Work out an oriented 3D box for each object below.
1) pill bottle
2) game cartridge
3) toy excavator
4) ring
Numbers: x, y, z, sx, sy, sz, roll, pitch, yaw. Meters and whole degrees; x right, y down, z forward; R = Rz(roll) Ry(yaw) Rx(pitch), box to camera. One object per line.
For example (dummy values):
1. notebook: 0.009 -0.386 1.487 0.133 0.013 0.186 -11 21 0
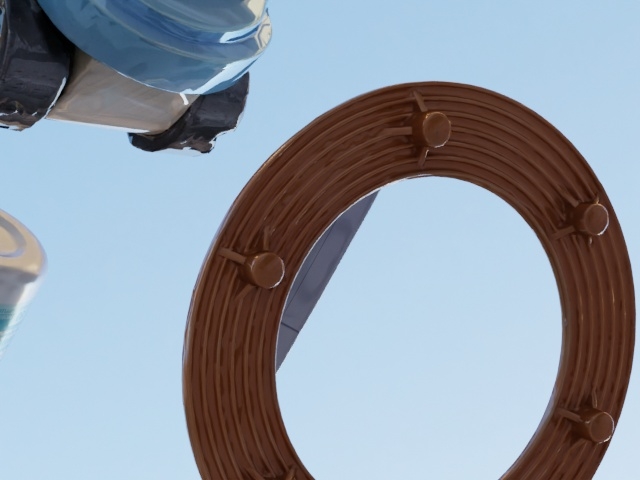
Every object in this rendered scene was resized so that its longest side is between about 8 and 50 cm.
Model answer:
1. pill bottle: -0.378 0.095 1.478 0.146 0.146 0.264 25 -69 -15
2. game cartridge: 0.000 0.000 1.505 0.062 0.198 0.297 29 -93 3
3. toy excavator: -0.107 -0.338 1.075 0.222 0.433 0.445 8 -40 -46
4. ring: 0.072 0.070 0.959 0.336 0.032 0.336 -3 -83 -29
